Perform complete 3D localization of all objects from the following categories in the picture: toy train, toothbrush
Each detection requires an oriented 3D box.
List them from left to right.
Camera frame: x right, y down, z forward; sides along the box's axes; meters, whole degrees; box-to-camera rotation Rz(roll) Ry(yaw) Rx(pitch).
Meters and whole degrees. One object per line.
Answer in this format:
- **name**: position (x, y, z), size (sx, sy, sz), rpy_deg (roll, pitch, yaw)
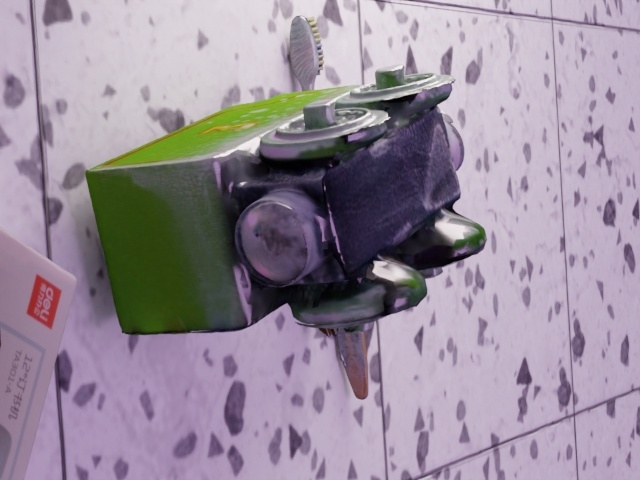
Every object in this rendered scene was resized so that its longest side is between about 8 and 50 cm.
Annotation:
- **toy train**: position (-0.016, -0.030, 1.318), size (0.307, 0.249, 0.173), rpy_deg (-33, 114, -57)
- **toothbrush**: position (0.011, -0.027, 1.582), size (0.037, 0.028, 0.375), rpy_deg (-30, 114, -64)

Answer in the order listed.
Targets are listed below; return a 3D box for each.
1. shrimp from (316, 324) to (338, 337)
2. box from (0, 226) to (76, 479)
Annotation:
- **shrimp**: position (0.000, 0.000, 1.520), size (0.042, 0.101, 0.190), rpy_deg (-9, 110, -15)
- **box**: position (-0.253, 0.114, 1.076), size (0.135, 0.079, 0.269), rpy_deg (42, 53, -51)
